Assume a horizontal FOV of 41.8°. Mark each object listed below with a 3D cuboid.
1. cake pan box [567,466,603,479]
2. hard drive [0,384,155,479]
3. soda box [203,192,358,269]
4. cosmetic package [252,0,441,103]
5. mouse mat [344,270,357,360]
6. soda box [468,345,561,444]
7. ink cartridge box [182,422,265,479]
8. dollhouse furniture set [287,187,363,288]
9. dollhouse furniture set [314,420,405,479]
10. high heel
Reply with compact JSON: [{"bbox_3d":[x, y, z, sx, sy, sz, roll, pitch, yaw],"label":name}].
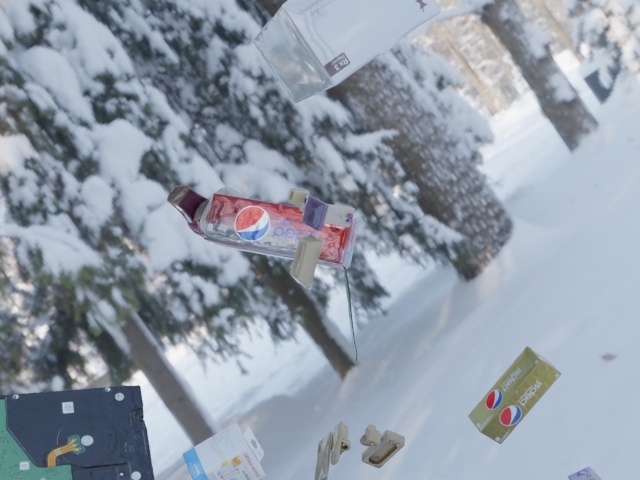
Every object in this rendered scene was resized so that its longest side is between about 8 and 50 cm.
[{"bbox_3d":[0.655,0.651,1.863,0.070,0.245,0.267,-25,-4,3],"label":"cake pan box"},{"bbox_3d":[-0.502,0.402,1.605,0.339,0.236,0.064,-1,-41,-24],"label":"hard drive"},{"bbox_3d":[-0.070,-0.016,1.522,0.083,0.263,0.092,47,-125,-75],"label":"soda box"},{"bbox_3d":[0.028,-0.366,1.452,0.217,0.156,0.385,-36,9,-8],"label":"cosmetic package"},{"bbox_3d":[0.055,0.118,1.606,0.007,0.189,0.152,-8,35,1],"label":"mouse mat"},{"bbox_3d":[0.366,0.293,1.588,0.181,0.061,0.058,-53,26,9],"label":"soda box"},{"bbox_3d":[-0.185,0.445,1.682,0.143,0.092,0.090,-30,31,-8],"label":"ink cartridge box"},{"bbox_3d":[0.000,0.000,1.093,0.081,0.114,0.091,9,12,-35],"label":"dollhouse furniture set"},{"bbox_3d":[0.089,0.503,1.903,0.144,0.151,0.123,-53,17,38],"label":"dollhouse furniture set"},{"bbox_3d":[-0.219,-0.040,2.016,0.127,0.181,0.377,-53,36,-7],"label":"high heel"}]
